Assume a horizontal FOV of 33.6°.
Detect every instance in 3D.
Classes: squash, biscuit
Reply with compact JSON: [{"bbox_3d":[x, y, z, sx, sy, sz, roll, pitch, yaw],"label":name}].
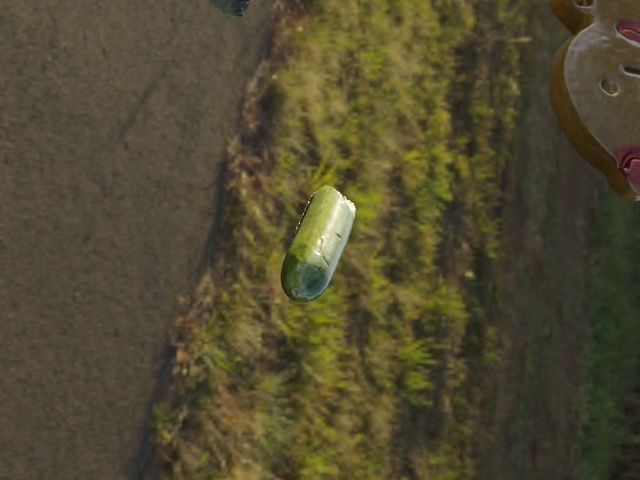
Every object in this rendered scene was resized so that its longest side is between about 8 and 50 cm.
[{"bbox_3d":[0.000,0.000,1.371,0.239,0.069,0.069,-69,150,-55],"label":"squash"},{"bbox_3d":[0.230,-0.127,0.750,0.225,0.166,0.036,-63,-171,-32],"label":"biscuit"}]

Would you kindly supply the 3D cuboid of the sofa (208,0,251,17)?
[{"bbox_3d":[-0.153,-0.263,0.805,0.225,0.210,0.176,-20,85,-24],"label":"sofa"}]
